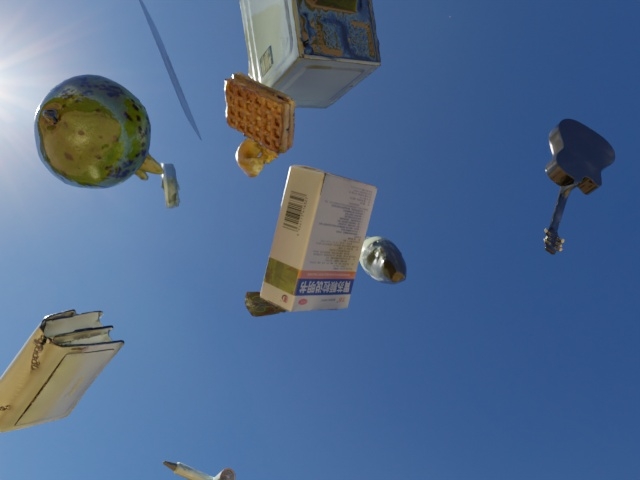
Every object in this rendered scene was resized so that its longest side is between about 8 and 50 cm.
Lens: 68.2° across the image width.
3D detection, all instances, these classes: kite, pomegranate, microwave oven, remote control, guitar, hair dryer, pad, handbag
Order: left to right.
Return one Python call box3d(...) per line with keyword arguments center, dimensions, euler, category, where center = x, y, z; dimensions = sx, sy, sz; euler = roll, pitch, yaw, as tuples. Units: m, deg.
box3d(center=(-0.790, 0.377, 1.386), dimensions=(0.160, 0.236, 0.359), euler=(45, -76, 18), category="handbag")
box3d(center=(-0.411, -0.191, 0.899), dimensions=(0.210, 0.263, 0.211), euler=(-4, -102, 17), category="pomegranate")
box3d(center=(-0.471, -0.173, 1.476), dimensions=(0.052, 0.247, 0.104), euler=(-6, -65, -17), category="remote control")
box3d(center=(-0.380, -0.469, 1.298), dimensions=(0.063, 0.315, 0.376), euler=(-22, -92, -6), category="pad")
box3d(center=(-0.322, 0.590, 1.179), dimensions=(0.183, 0.044, 0.155), euler=(26, -53, -12), category="hair dryer")
box3d(center=(-0.089, 0.191, 1.454), dimensions=(0.285, 0.015, 0.152), euler=(-1, -37, 0), category="kite")
box3d(center=(-0.025, -0.499, 1.023), dimensions=(0.286, 0.218, 0.355), euler=(-16, -98, 60), category="microwave oven")
box3d(center=(0.318, -0.070, 0.604), dimensions=(0.088, 0.233, 0.025), euler=(33, -33, 1), category="guitar")

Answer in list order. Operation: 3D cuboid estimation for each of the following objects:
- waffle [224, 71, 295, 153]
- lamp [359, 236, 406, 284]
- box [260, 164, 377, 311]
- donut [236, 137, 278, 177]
box3d(center=(-0.109, -0.229, 0.849), dimensions=(0.148, 0.042, 0.103), euler=(32, -43, 26), category="waffle")
box3d(center=(0.150, 0.047, 1.156), dimensions=(0.101, 0.250, 0.101), euler=(-4, -70, -11), category="lamp")
box3d(center=(0.000, 0.000, 1.056), dimensions=(0.106, 0.200, 0.300), euler=(20, -81, 40), category="box")
box3d(center=(-0.141, -0.196, 1.037), dimensions=(0.108, 0.097, 0.043), euler=(-42, -41, 10), category="donut")
